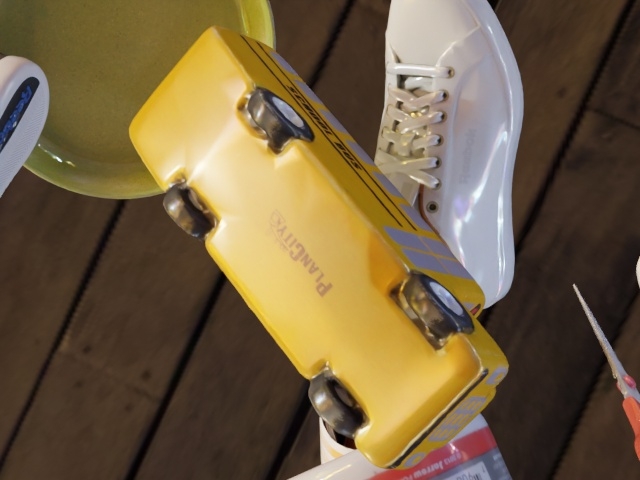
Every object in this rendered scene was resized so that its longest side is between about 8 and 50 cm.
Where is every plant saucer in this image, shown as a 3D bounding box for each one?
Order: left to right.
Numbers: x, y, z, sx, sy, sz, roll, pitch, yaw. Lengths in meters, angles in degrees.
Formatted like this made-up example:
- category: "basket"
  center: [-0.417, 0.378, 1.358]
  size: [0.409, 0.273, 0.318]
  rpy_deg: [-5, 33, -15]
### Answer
- category: "plant saucer"
  center: [-0.157, -0.154, 1.157]
  size: [0.241, 0.037, 0.241]
  rpy_deg: [-2, 104, -8]

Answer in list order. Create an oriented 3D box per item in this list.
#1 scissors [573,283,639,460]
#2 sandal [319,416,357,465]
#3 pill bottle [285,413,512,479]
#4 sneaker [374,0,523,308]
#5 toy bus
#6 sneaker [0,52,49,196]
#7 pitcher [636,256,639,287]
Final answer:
- category: "scissors"
  center: [0.295, 0.148, 1.406]
  size: [0.021, 0.109, 0.297]
  rpy_deg: [-43, 57, 25]
- category: "sandal"
  center: [0.039, 0.172, 1.427]
  size: [0.076, 0.102, 0.265]
  rpy_deg: [-3, 109, -37]
- category: "pill bottle"
  center: [0.103, 0.335, 1.184]
  size: [0.210, 0.210, 0.363]
  rpy_deg: [-24, 82, 4]
- category: "sneaker"
  center: [0.086, -0.063, 1.139]
  size: [0.106, 0.123, 0.290]
  rpy_deg: [8, 115, 40]
- category: "toy bus"
  center: [0.000, 0.000, 1.014]
  size: [0.108, 0.130, 0.332]
  rpy_deg: [-47, 63, 16]
- category: "sneaker"
  center: [-0.248, -0.024, 0.802]
  size: [0.121, 0.079, 0.217]
  rpy_deg: [16, 54, 18]
- category: "pitcher"
  center: [0.414, 0.089, 1.547]
  size: [0.178, 0.125, 0.207]
  rpy_deg: [-47, 56, 4]
